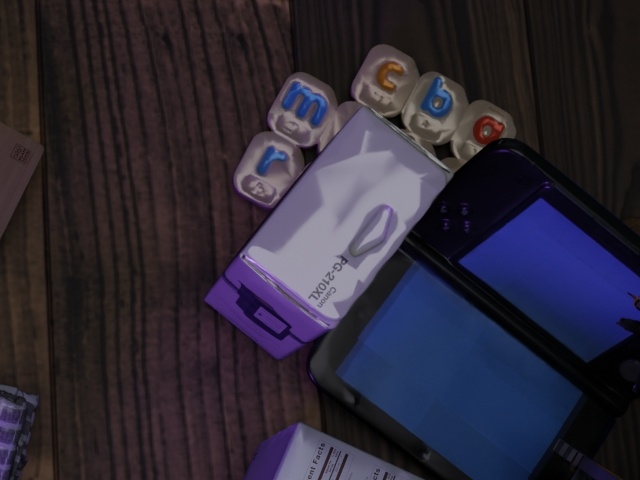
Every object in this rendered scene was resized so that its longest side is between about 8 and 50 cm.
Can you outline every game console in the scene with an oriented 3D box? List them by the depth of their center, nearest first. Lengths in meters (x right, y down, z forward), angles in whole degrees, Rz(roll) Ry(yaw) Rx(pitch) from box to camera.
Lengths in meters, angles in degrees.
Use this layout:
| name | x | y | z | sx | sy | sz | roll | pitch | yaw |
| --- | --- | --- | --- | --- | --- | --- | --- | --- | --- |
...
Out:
| name | x | y | z | sx | sy | sz | roll | pitch | yaw |
| --- | --- | --- | --- | --- | --- | --- | --- | --- | --- |
| game console | 0.183 | 0.097 | 1.326 | 0.293 | 0.250 | 0.173 | 37 | 46 | -10 |

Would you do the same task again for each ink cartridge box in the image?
| name | x | y | z | sx | sy | sz | roll | pitch | yaw |
| --- | --- | --- | --- | --- | --- | --- | --- | --- | --- |
| ink cartridge box | 0.000 | 0.000 | 1.263 | 0.100 | 0.237 | 0.172 | 39 | 74 | -2 |

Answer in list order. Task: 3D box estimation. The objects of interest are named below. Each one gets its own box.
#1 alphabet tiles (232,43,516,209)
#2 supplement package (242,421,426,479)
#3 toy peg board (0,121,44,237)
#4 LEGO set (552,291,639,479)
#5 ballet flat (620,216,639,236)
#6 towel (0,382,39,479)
| name | x | y | z | sx | sy | sz | roll | pitch | yaw |
| --- | --- | --- | --- | --- | --- | --- | --- | --- | --- |
| alphabet tiles | 0.064 | -0.041 | 1.418 | 0.284 | 0.021 | 0.278 | 29 | 75 | -5 |
| supplement package | 0.025 | 0.273 | 1.248 | 0.203 | 0.194 | 0.149 | 25 | 73 | -5 |
| toy peg board | -0.362 | -0.049 | 1.307 | 0.160 | 0.079 | 0.161 | 30 | 73 | -21 |
| LEGO set | 0.324 | 0.217 | 1.280 | 0.255 | 0.192 | 0.331 | 23 | 94 | -26 |
| ballet flat | 0.448 | -0.007 | 1.465 | 0.342 | 0.116 | 0.124 | -9 | 60 | -11 |
| towel | -0.395 | 0.200 | 1.209 | 0.283 | 0.121 | 0.235 | 18 | 75 | -8 |
